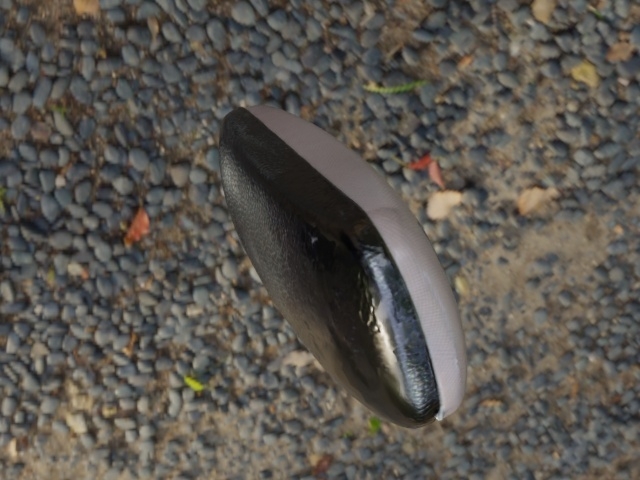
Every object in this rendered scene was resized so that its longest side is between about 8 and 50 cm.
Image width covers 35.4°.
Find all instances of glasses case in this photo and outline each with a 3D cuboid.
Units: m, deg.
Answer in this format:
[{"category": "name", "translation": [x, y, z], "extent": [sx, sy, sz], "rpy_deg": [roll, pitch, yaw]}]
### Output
[{"category": "glasses case", "translation": [0.000, 0.000, 0.584], "extent": [0.075, 0.314, 0.122], "rpy_deg": [-20, 113, -11]}]
